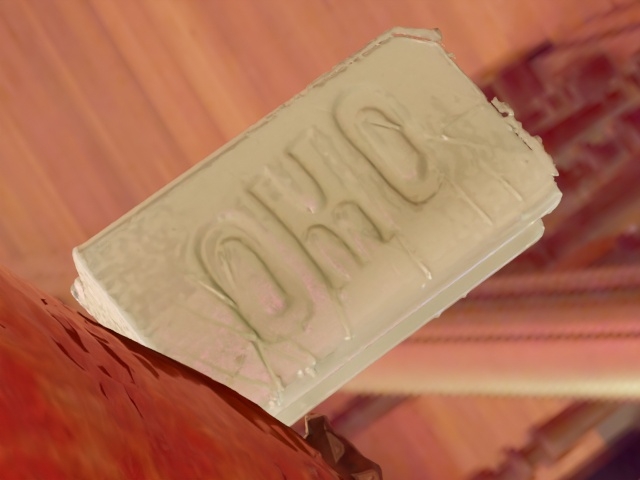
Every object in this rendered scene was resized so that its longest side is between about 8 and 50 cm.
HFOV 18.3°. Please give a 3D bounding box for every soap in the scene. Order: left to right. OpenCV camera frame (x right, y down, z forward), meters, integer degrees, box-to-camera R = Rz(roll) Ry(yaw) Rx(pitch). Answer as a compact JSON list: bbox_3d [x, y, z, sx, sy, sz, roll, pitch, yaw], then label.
[{"bbox_3d":[0.000,0.000,1.157,0.150,0.261,0.094,52,165,9],"label":"soap"}]

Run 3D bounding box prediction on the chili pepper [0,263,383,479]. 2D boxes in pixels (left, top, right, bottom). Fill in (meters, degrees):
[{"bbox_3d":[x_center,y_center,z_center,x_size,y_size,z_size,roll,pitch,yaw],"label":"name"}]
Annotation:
[{"bbox_3d":[-0.129,0.107,0.508,0.251,0.229,0.305,17,170,26],"label":"chili pepper"}]
